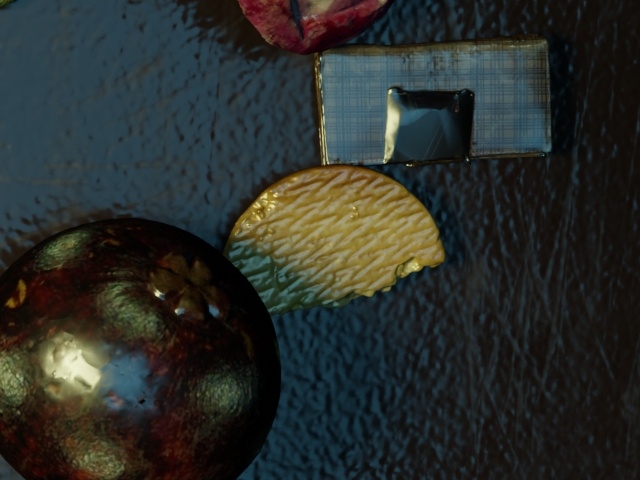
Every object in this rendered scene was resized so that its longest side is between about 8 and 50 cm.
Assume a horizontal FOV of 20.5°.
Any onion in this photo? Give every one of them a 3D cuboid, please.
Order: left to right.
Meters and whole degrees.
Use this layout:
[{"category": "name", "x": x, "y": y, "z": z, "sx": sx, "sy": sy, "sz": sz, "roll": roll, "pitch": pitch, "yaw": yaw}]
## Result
[{"category": "onion", "x": 0.028, "y": -0.286, "z": 1.586, "sx": 0.250, "sy": 0.111, "sz": 0.247, "roll": 13, "pitch": 89, "yaw": -56}]

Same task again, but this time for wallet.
[{"category": "wallet", "x": 0.111, "y": -0.134, "z": 1.711, "sx": 0.230, "sy": 0.042, "sz": 0.124, "roll": -5, "pitch": 93, "yaw": -12}]

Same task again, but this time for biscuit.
[{"category": "biscuit", "x": 0.000, "y": 0.000, "z": 1.690, "sx": 0.224, "sy": 0.033, "sz": 0.144, "roll": -21, "pitch": 105, "yaw": -8}]

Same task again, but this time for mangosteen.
[{"category": "mangosteen", "x": -0.176, "y": 0.122, "z": 1.558, "sx": 0.288, "sy": 0.288, "sz": 0.288, "roll": -1, "pitch": 93, "yaw": -13}]

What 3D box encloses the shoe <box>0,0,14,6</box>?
[{"category": "shoe", "x": -0.281, "y": -0.309, "z": 1.526, "sx": 0.140, "sy": 0.128, "sz": 0.262, "roll": 21, "pitch": 121, "yaw": -15}]
